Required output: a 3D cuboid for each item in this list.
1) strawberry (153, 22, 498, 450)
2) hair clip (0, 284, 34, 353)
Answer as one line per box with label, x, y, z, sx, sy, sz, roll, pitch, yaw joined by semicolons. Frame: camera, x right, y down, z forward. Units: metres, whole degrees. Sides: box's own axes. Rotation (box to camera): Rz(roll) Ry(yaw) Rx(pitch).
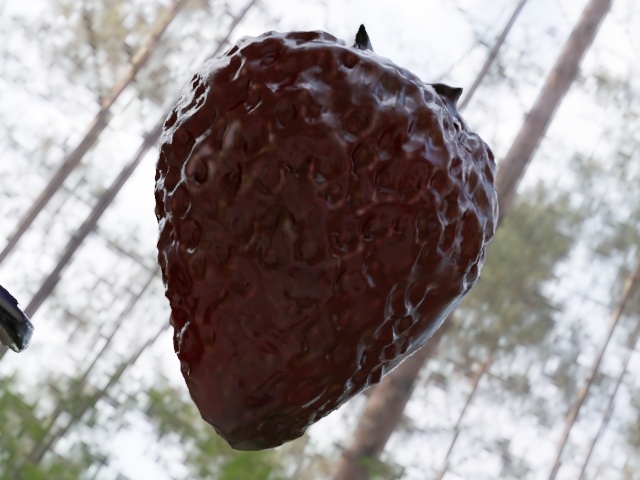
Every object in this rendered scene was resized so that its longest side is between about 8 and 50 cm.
strawberry;0.010;-0.010;1.506;0.292;0.310;0.292;-11;-28;-6
hair clip;-0.276;0.039;1.463;0.116;0.049;0.172;40;-13;46
